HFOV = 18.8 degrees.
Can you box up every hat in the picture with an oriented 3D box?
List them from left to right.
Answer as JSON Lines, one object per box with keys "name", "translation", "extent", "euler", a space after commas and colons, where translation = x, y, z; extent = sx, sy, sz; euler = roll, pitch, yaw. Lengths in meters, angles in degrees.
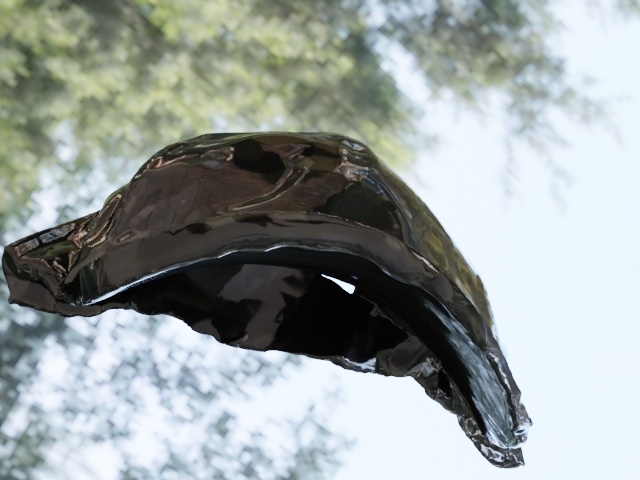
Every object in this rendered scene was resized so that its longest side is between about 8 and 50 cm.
{"name": "hat", "translation": [0.000, 0.000, 1.183], "extent": [0.381, 0.366, 0.257], "euler": [122, -17, -62]}
